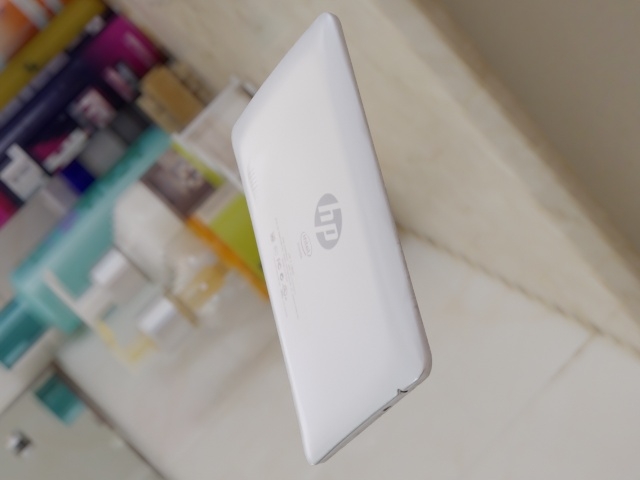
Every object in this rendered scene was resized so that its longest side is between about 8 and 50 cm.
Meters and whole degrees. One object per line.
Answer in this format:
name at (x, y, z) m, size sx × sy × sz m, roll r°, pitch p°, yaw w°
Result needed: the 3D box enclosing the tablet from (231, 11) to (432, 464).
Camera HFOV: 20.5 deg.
tablet at (0.000, 0.000, 0.374) m, size 0.054 × 0.006 × 0.083 m, roll -46°, pitch 52°, yaw 52°
